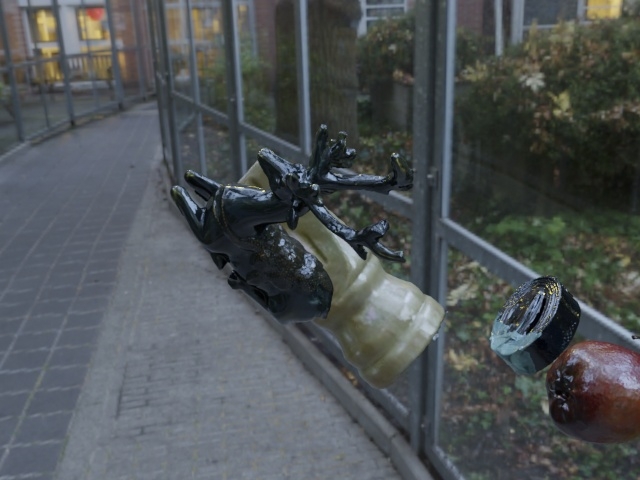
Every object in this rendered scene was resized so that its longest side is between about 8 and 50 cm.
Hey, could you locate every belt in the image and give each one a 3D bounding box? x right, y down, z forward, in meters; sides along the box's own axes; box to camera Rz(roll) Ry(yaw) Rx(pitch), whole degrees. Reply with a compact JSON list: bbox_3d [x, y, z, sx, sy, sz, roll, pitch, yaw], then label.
[{"bbox_3d":[0.399,0.159,1.307,0.151,0.078,0.198,-20,31,55],"label":"belt"}]

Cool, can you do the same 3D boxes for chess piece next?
[{"bbox_3d":[0.007,0.034,0.847,0.137,0.301,0.137,-45,6,6],"label":"chess piece"}]

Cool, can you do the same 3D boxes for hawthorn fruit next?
[{"bbox_3d":[0.454,0.238,1.085,0.188,0.169,0.169,5,16,-12],"label":"hawthorn fruit"}]

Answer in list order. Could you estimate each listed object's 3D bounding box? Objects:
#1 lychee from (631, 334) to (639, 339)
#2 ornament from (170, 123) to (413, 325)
[{"bbox_3d":[0.398,0.072,0.690,0.140,0.114,0.101,-14,47,36],"label":"lychee"},{"bbox_3d":[0.000,0.000,0.597,0.236,0.202,0.080,-13,37,46],"label":"ornament"}]
